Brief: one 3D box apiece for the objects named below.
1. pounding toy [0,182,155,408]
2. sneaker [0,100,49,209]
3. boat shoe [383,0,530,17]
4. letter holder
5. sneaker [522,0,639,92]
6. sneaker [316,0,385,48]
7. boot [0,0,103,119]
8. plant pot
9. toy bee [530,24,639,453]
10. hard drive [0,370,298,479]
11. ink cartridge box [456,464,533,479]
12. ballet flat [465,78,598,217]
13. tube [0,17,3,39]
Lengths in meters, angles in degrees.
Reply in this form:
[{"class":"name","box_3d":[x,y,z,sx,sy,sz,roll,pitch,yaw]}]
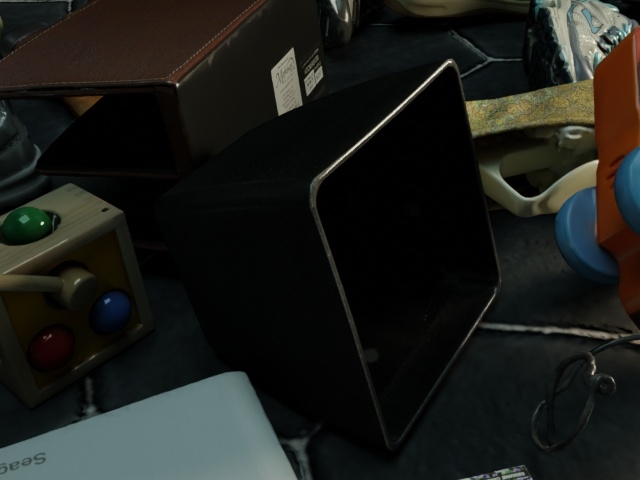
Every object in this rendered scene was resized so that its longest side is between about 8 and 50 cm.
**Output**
[{"class":"pounding toy","box_3d":[-0.192,0.034,0.554,0.100,0.141,0.130,25,45,37]},{"class":"sneaker","box_3d":[-0.412,-0.066,0.756,0.281,0.115,0.105,-25,38,-25]},{"class":"boat shoe","box_3d":[0.254,-0.387,1.103,0.342,0.123,0.123,-6,34,-11]},{"class":"letter holder","box_3d":[-0.144,-0.137,0.743,0.214,0.152,0.302,4,35,20]},{"class":"sneaker","box_3d":[0.292,-0.211,0.869,0.122,0.110,0.283,4,36,9]},{"class":"sneaker","box_3d":[0.044,-0.348,1.117,0.108,0.100,0.271,7,37,2]},{"class":"boot","box_3d":[-0.246,-0.252,1.022,0.264,0.096,0.280,-29,41,-30]},{"class":"plant pot","box_3d":[0.000,0.000,0.551,0.167,0.188,0.187,4,34,35]},{"class":"toy bee","box_3d":[0.242,0.010,0.539,0.162,0.298,0.195,21,-3,-8]},{"class":"hard drive","box_3d":[-0.087,0.216,0.355,0.233,0.047,0.353,-17,35,-16]},{"class":"ink cartridge box","box_3d":[0.098,0.172,0.405,0.063,0.029,0.115,-11,34,-7]},{"class":"ballet flat","box_3d":[0.124,-0.056,0.672,0.348,0.123,0.123,-13,35,-10]},{"class":"tube","box_3d":[-0.480,-0.254,1.097,0.070,0.062,0.240,-42,35,19]}]
